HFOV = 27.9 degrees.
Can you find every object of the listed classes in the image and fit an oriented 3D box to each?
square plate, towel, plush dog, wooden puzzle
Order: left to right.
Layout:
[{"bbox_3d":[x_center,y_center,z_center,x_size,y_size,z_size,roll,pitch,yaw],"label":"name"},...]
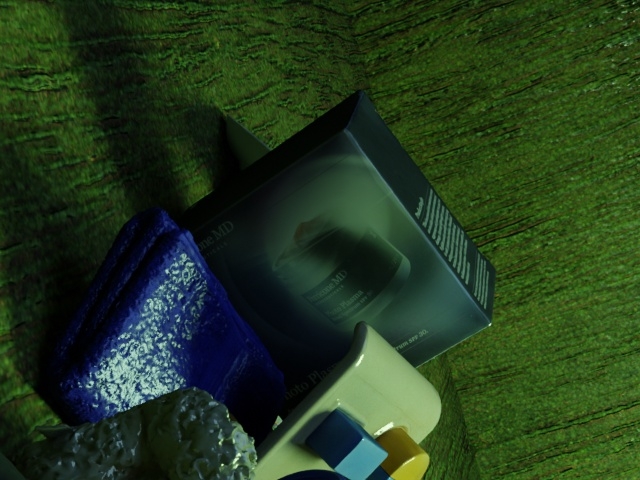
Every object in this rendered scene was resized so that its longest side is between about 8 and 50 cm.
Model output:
[{"bbox_3d":[-0.169,0.265,1.021,0.211,0.262,0.225,-8,70,-42],"label":"plush dog"},{"bbox_3d":[-0.141,0.141,1.319,0.308,0.076,0.227,59,46,-45],"label":"towel"},{"bbox_3d":[0.000,0.000,1.898,0.344,0.049,0.347,52,-4,-37],"label":"square plate"},{"bbox_3d":[0.003,0.280,1.423,0.080,0.348,0.322,38,-4,28],"label":"wooden puzzle"}]

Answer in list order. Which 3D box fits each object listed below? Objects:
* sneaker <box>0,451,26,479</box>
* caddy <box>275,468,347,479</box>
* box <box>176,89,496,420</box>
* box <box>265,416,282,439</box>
[{"bbox_3d":[-0.243,0.180,0.865,0.286,0.109,0.130,54,6,19],"label":"sneaker"},{"bbox_3d":[-0.035,0.366,1.155,0.179,0.341,0.241,46,27,-26],"label":"caddy"},{"bbox_3d":[0.009,0.030,1.575,0.294,0.296,0.182,52,20,-11],"label":"box"},{"bbox_3d":[-0.043,0.255,1.752,0.293,0.057,0.200,7,67,-75],"label":"box"}]
